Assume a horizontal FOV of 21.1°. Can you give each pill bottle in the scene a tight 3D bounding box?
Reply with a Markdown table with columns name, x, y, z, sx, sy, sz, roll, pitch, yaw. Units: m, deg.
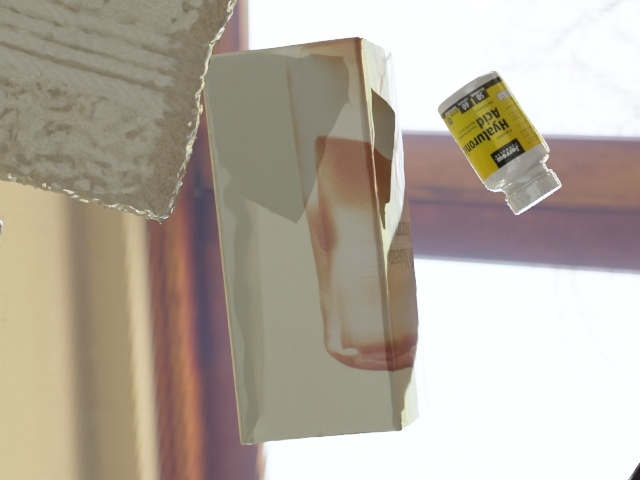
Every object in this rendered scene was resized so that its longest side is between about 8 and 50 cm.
| name | x | y | z | sx | sy | sz | roll | pitch | yaw |
| --- | --- | --- | --- | --- | --- | --- | --- | --- | --- |
| pill bottle | 0.157 | -0.083 | 1.482 | 0.116 | 0.065 | 0.065 | 57 | -147 | 5 |

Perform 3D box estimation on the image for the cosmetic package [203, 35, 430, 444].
| name | x | y | z | sx | sy | sz | roll | pitch | yaw |
| --- | --- | --- | --- | --- | --- | --- | --- | --- | --- |
| cosmetic package | 0.000 | 0.000 | 1.335 | 0.153 | 0.129 | 0.296 | -11 | -85 | -78 |

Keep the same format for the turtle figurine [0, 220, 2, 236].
| name | x | y | z | sx | sy | sz | roll | pitch | yaw |
| --- | --- | --- | --- | --- | --- | --- | --- | --- | --- |
| turtle figurine | -0.380 | -0.064 | 1.443 | 0.234 | 0.175 | 0.118 | 49 | -117 | -35 |

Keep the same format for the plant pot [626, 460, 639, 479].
| name | x | y | z | sx | sy | sz | roll | pitch | yaw |
| --- | --- | --- | --- | --- | --- | --- | --- | --- | --- |
| plant pot | 0.223 | 0.103 | 0.650 | 0.187 | 0.167 | 0.188 | 49 | -119 | -13 |

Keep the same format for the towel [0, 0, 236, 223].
| name | x | y | z | sx | sy | sz | roll | pitch | yaw |
| --- | --- | --- | --- | --- | --- | --- | --- | --- | --- |
| towel | -0.200 | -0.129 | 1.028 | 0.049 | 0.282 | 0.187 | -85 | 12 | -66 |
